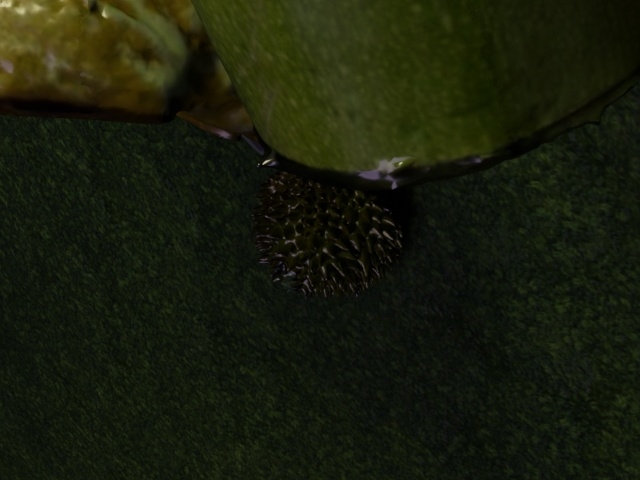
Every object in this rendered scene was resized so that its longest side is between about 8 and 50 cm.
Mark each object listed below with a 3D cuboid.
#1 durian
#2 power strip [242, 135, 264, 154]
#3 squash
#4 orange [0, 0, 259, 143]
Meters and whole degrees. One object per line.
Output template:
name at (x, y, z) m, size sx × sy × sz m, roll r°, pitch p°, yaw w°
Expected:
durian at (-0.001, 0.009, 1.377) m, size 0.137 × 0.095 × 0.220 m, roll 30°, pitch 164°, yaw 8°
power strip at (0.004, -0.120, 1.307) m, size 0.145 × 0.061 × 0.216 m, roll 49°, pitch 150°, yaw -15°
squash at (0.020, -0.251, 0.749) m, size 0.263 × 0.263 × 0.384 m, roll 13°, pitch 135°, yaw 43°
orange at (-0.143, -0.177, 1.093) m, size 0.271 × 0.369 × 0.210 m, roll 27°, pitch 106°, yaw 43°
